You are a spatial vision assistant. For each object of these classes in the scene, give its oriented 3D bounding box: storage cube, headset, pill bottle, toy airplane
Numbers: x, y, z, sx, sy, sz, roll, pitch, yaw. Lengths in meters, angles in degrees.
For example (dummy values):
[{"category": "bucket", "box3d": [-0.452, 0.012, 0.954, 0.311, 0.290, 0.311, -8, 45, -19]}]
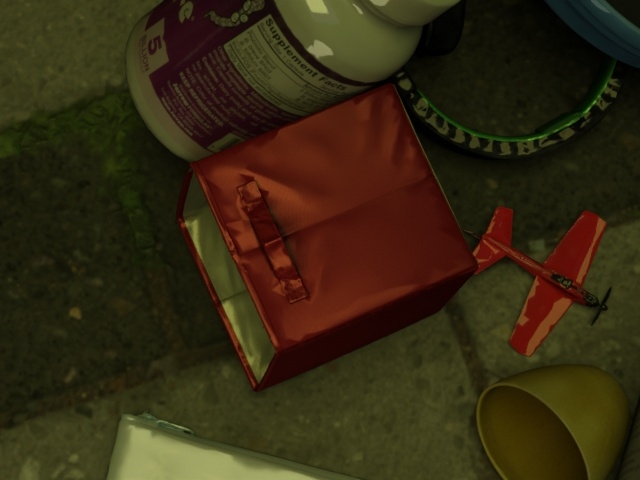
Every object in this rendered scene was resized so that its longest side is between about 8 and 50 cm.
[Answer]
[{"category": "storage cube", "box3d": [0.000, 0.000, 1.736, 0.193, 0.215, 0.183, -23, 80, -12]}, {"category": "headset", "box3d": [0.138, -0.263, 1.797, 0.243, 0.185, 0.394, -29, 92, -7]}, {"category": "pill bottle", "box3d": [-0.019, -0.191, 1.711, 0.169, 0.301, 0.169, 25, 51, -35]}, {"category": "toy airplane", "box3d": [0.199, 0.024, 1.822, 0.151, 0.028, 0.151, 0, 80, -1]}]

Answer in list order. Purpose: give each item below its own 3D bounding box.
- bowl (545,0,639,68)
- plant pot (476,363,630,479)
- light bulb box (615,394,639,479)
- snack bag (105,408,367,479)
[{"category": "bowl", "box3d": [0.314, -0.333, 1.786, 0.391, 0.077, 0.391, 8, 75, -30]}, {"category": "plant pot", "box3d": [0.219, 0.163, 1.756, 0.095, 0.134, 0.134, -31, 80, -31]}, {"category": "light bulb box", "box3d": [0.425, 0.260, 1.681, 0.358, 0.225, 0.361, 18, 79, 3]}, {"category": "snack bag", "box3d": [-0.065, 0.348, 1.752, 0.323, 0.037, 0.342, 15, 79, 2]}]
